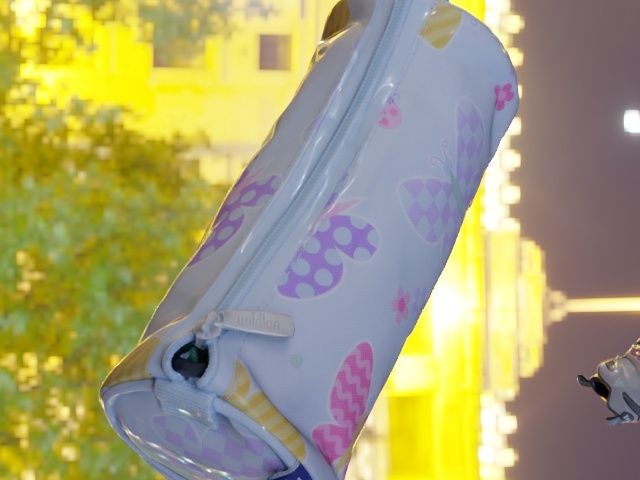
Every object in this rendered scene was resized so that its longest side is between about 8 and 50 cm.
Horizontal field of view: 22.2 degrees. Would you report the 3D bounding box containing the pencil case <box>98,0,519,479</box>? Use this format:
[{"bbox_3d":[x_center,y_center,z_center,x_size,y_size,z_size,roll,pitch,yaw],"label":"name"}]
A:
[{"bbox_3d":[0.000,0.000,0.793,0.273,0.113,0.124,-60,141,-31],"label":"pencil case"}]

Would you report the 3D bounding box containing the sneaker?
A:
[{"bbox_3d":[0.184,0.071,0.956,0.038,0.069,0.098,62,27,-24],"label":"sneaker"}]
